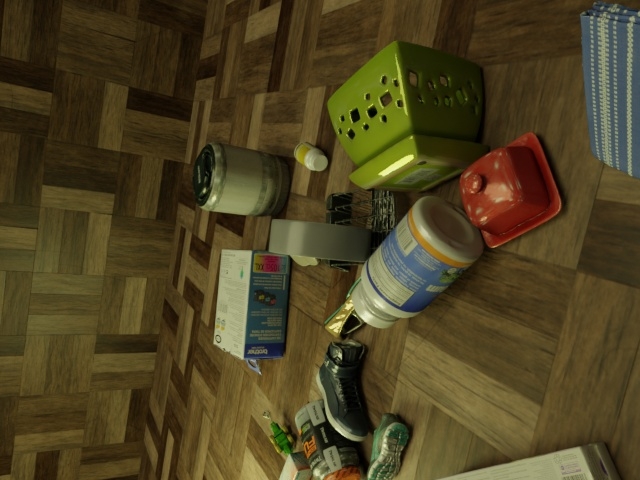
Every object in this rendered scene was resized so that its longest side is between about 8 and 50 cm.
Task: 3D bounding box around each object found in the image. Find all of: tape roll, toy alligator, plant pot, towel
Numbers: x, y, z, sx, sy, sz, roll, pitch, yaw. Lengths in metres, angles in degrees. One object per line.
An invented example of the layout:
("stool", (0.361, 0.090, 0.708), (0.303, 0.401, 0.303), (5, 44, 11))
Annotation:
("tape roll", (0.000, 0.000, 1.069), (0.219, 0.219, 0.072), (7, 91, 59))
("toy alligator", (-0.120, 0.578, 1.464), (0.190, 0.056, 0.051), (36, 156, 55))
("plant pot", (0.173, -0.216, 0.959), (0.228, 0.227, 0.207), (-25, 70, 55))
("towel", (0.440, -0.130, 0.542), (0.040, 0.243, 0.336), (-35, 39, -5))

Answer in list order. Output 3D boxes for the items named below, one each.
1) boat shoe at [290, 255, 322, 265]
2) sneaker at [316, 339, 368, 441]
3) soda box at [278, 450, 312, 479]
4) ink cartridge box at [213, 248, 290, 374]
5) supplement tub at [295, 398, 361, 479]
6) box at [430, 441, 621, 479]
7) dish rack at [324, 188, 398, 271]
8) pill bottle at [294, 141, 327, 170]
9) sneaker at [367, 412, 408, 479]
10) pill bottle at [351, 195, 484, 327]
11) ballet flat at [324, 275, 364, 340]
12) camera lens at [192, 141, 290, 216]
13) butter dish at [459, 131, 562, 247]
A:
("boat shoe", (-0.040, 0.029, 1.438), (0.065, 0.075, 0.206), (-44, 19, -18))
("sneaker", (0.065, 0.337, 1.162), (0.226, 0.086, 0.163), (55, 133, 48))
("soda box", (-0.077, 0.672, 1.365), (0.063, 0.058, 0.183), (47, 123, 51))
("ink cartridge box", (-0.230, 0.228, 1.606), (0.270, 0.151, 0.395), (0, 83, 59))
("supplement tub", (0.019, 0.489, 1.182), (0.117, 0.117, 0.190), (-62, 37, 32))
("box", (0.304, 0.386, 0.780), (0.324, 0.063, 0.067), (-47, 46, 45))
("dish rack", (0.101, -0.031, 1.187), (0.271, 0.074, 0.208), (-7, 81, 56))
("pill bottle", (-0.026, -0.242, 1.433), (0.116, 0.065, 0.065), (44, 122, 54))
("sneaker", (0.139, 0.445, 1.062), (0.076, 0.065, 0.166), (-120, 47, -67))
("pill bottle", (0.175, 0.056, 0.968), (0.272, 0.152, 0.152), (-55, 41, 40))
("ballet flat", (0.090, 0.159, 1.187), (0.073, 0.080, 0.232), (47, 132, 17))
("camera lens", (-0.266, -0.195, 1.620), (0.219, 0.274, 0.219), (-15, 72, 57))
("butter dish", (0.292, -0.088, 0.831), (0.160, 0.118, 0.160), (-39, 54, 49))
